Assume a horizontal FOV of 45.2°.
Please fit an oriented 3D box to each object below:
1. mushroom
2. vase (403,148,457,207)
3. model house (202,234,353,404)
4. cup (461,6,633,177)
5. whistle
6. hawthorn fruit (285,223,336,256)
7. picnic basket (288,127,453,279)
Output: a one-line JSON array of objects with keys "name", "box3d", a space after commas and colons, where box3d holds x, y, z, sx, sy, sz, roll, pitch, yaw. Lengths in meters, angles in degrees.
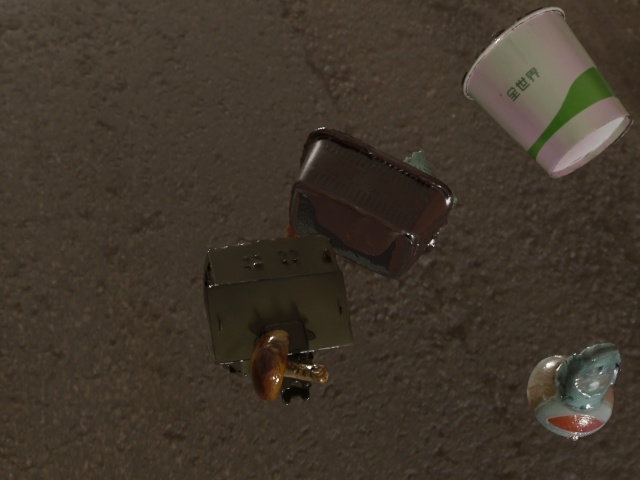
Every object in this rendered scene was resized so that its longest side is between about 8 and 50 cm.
[{"name": "mushroom", "box3d": [-0.046, 0.154, 0.949, 0.072, 0.129, 0.088, 35, 63, -33]}, {"name": "vase", "box3d": [0.249, -0.128, 1.767, 0.081, 0.081, 0.149, -26, 72, -31]}, {"name": "model house", "box3d": [-0.065, 0.150, 1.170, 0.211, 0.204, 0.243, -7, 45, -14]}, {"name": "cup", "box3d": [0.461, -0.286, 1.542, 0.253, 0.253, 0.274, -21, 66, -29]}, {"name": "whistle", "box3d": [0.538, 0.310, 1.601, 0.189, 0.348, 0.189, 0, 63, 1]}, {"name": "hawthorn fruit", "box3d": [-0.013, -0.006, 1.583, 0.140, 0.125, 0.125, -12, 57, -11]}, {"name": "picnic basket", "box3d": [0.069, -0.052, 1.377, 0.296, 0.223, 0.129, 27, 53, 11]}]
